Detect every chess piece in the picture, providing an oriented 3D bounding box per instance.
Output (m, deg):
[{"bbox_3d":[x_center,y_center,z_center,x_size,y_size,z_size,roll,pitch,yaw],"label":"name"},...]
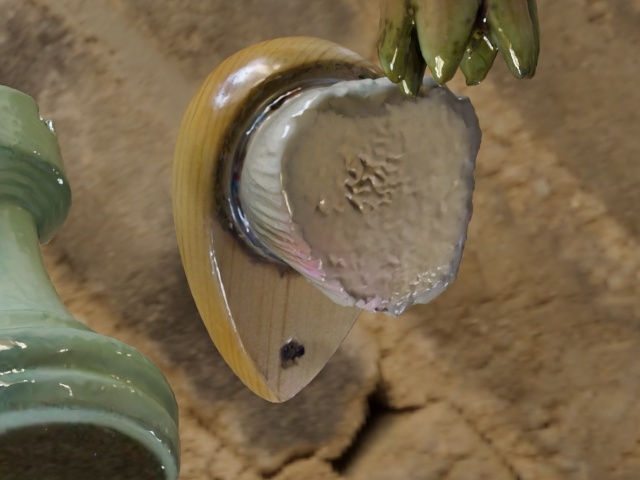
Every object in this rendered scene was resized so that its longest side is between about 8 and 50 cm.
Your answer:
[{"bbox_3d":[-0.203,0.042,1.191,0.194,0.194,0.299,6,-134,-26],"label":"chess piece"}]

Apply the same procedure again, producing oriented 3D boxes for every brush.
[{"bbox_3d":[0.000,0.000,1.294,0.174,0.166,0.267,-4,-69,-29],"label":"brush"}]

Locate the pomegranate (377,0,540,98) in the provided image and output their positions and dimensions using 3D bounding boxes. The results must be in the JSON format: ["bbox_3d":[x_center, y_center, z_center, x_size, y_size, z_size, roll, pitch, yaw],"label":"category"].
[{"bbox_3d":[0.046,-0.264,1.130,0.309,0.216,0.358,-6,-84,-48],"label":"pomegranate"}]
